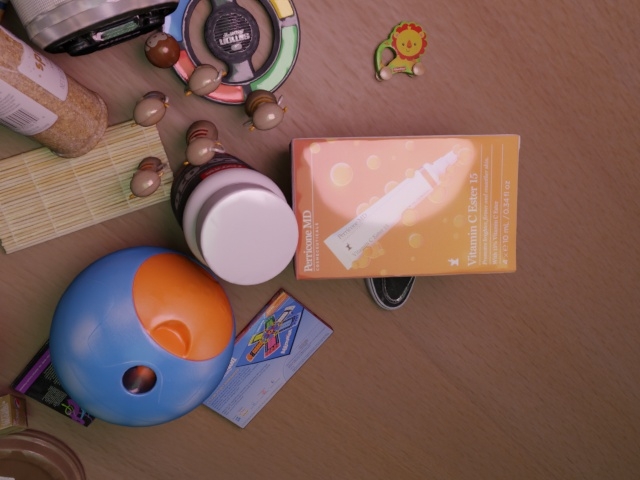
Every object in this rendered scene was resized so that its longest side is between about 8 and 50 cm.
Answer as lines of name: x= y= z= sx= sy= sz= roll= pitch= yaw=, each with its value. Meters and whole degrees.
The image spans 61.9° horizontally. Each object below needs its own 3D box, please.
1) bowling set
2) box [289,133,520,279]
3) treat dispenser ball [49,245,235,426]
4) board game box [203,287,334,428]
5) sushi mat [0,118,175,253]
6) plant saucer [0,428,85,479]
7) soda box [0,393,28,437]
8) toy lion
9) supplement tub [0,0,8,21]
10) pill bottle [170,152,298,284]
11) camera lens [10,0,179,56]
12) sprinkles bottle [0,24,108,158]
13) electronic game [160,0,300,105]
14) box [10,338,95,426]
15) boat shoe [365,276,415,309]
bowling set: x=-0.217 y=-0.205 z=0.810 sx=0.287 sy=0.154 sz=0.200 roll=-33 pitch=116 yaw=3
box: x=0.124 y=-0.060 z=0.873 sx=0.345 sy=0.168 sz=0.215 roll=-2 pitch=98 yaw=-4
treat dispenser ball: x=-0.284 y=0.153 z=0.873 sx=0.288 sy=0.288 sz=0.288 roll=-4 pitch=108 yaw=-12
board game box: x=-0.119 y=0.242 z=1.079 sx=0.145 sy=0.027 sz=0.281 roll=41 pitch=94 yaw=-23
sushi mat: x=-0.412 y=-0.096 z=0.906 sx=0.316 sy=0.019 sz=0.152 roll=-20 pitch=112 yaw=-7
plant saucer: x=-0.607 y=0.492 z=1.035 sx=0.277 sy=0.041 sz=0.278 roll=-4 pitch=108 yaw=-12
soda box: x=-0.630 y=0.336 z=0.956 sx=0.181 sy=0.061 sz=0.058 roll=-16 pitch=66 yaw=-8
toy lion: x=0.145 y=-0.341 z=0.959 sx=0.100 sy=0.034 sz=0.096 roll=-11 pitch=102 yaw=-10
supplement tub: x=-0.542 y=-0.295 z=0.744 sx=0.144 sy=0.144 sz=0.200 roll=24 pitch=101 yaw=-19
pill bottle: x=-0.142 y=-0.043 z=0.837 sx=0.161 sy=0.283 sz=0.161 roll=-6 pitch=108 yaw=-20
camera lens: x=-0.334 y=-0.408 z=0.718 sx=0.219 sy=0.219 sz=0.274 roll=-23 pitch=111 yaw=-6
sprinkles bottle: x=-0.440 y=-0.228 z=0.693 sx=0.121 sy=0.355 sz=0.121 roll=-5 pitch=74 yaw=17
electronic game: x=-0.145 y=-0.339 z=0.878 sx=0.229 sy=0.048 sz=0.229 roll=-4 pitch=108 yaw=-13
box: x=-0.470 y=0.267 z=1.002 sx=0.162 sy=0.029 sz=0.116 roll=40 pitch=95 yaw=-20
boat shoe: x=0.160 y=0.001 z=1.028 sx=0.113 sy=0.105 sz=0.307 roll=6 pitch=105 yaw=-15
